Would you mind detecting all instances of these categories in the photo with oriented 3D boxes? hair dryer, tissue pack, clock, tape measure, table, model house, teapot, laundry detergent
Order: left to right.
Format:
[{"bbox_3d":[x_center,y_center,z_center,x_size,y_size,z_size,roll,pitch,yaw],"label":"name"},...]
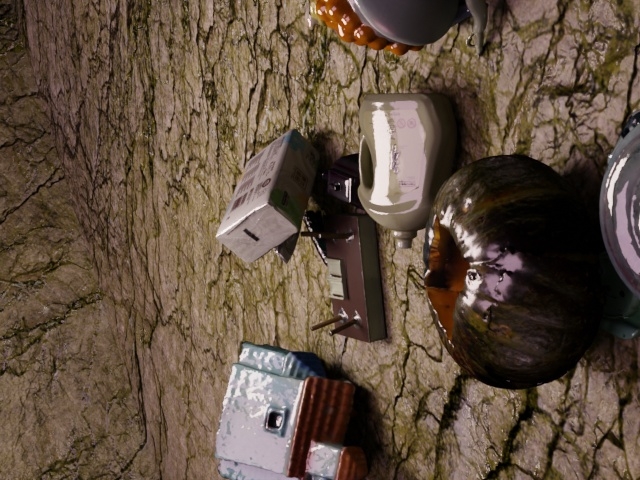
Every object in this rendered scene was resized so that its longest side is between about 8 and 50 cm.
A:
[{"bbox_3d":[-0.080,-0.073,1.709,0.159,0.145,0.229,-32,29,36],"label":"tissue pack"},{"bbox_3d":[-0.009,0.379,1.768,0.329,0.251,0.295,6,80,35],"label":"model house"},{"bbox_3d":[0.036,0.073,1.662,0.121,0.111,0.240,5,103,59],"label":"table"},{"bbox_3d":[0.060,-0.102,1.586,0.177,0.096,0.087,30,124,52],"label":"teapot"},{"bbox_3d":[0.136,-0.113,1.434,0.181,0.091,0.254,8,102,38],"label":"laundry detergent"},{"bbox_3d":[0.254,-0.354,1.230,0.167,0.199,0.068,-22,48,23],"label":"hair dryer"},{"bbox_3d":[0.390,0.055,1.150,0.101,0.041,0.135,26,121,53],"label":"clock"},{"bbox_3d":[0.431,-0.040,0.958,0.256,0.147,0.275,-9,90,59],"label":"tape measure"}]

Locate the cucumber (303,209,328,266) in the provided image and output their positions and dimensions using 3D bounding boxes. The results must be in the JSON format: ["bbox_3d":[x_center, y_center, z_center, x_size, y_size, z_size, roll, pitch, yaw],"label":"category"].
[{"bbox_3d":[0.000,0.000,1.776,0.133,0.032,0.032,63,145,23],"label":"cucumber"}]

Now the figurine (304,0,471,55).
[{"bbox_3d":[0.052,-0.416,1.385,0.381,0.224,0.205,30,120,52],"label":"figurine"}]

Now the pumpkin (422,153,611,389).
[{"bbox_3d":[0.251,0.044,1.178,0.320,0.192,0.321,174,90,-81],"label":"pumpkin"}]
